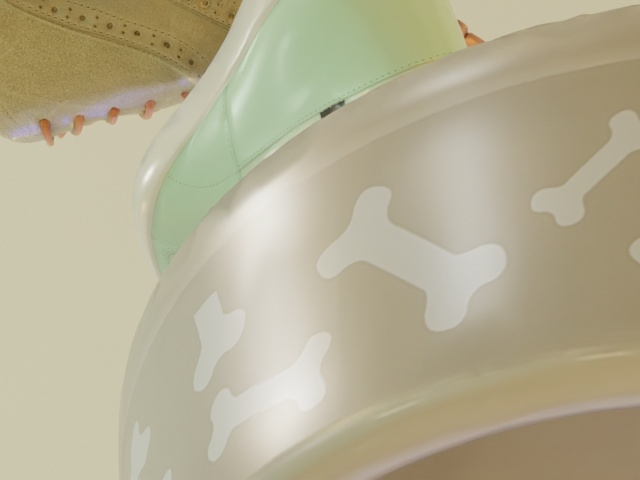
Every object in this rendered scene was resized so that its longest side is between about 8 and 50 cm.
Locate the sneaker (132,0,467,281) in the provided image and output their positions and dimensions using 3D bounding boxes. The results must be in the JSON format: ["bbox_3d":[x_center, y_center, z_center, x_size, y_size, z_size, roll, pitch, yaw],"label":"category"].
[{"bbox_3d":[0.000,0.000,0.784,0.151,0.094,0.256,64,-30,24],"label":"sneaker"}]

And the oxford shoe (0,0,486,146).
[{"bbox_3d":[-0.093,-0.105,0.938,0.397,0.140,0.146,20,-90,6],"label":"oxford shoe"}]

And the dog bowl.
[{"bbox_3d":[0.107,0.110,0.492,0.349,0.102,0.348,5,-51,6],"label":"dog bowl"}]
